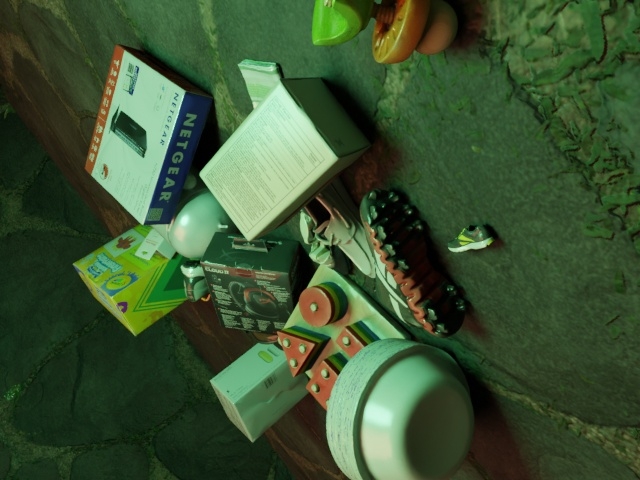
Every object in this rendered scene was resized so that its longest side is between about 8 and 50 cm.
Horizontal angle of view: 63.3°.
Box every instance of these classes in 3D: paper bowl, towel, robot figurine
[{"bbox_3d":[0.164,0.329,0.947,0.148,0.284,0.284,-1,121,58],"label":"paper bowl"},{"bbox_3d":[-0.098,-0.260,0.976,0.113,0.023,0.152,26,142,44],"label":"towel"},{"bbox_3d":[-0.357,-0.085,1.392,0.353,0.200,0.300,38,151,28],"label":"robot figurine"}]

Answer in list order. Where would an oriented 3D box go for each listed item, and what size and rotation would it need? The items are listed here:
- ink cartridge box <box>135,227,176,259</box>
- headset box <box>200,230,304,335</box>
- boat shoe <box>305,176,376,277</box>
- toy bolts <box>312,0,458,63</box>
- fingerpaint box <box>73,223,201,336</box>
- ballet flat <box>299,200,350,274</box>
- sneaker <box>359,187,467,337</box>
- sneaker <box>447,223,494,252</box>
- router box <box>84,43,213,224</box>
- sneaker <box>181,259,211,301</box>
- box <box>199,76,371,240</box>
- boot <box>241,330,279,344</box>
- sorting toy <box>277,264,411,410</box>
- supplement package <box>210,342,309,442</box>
[{"bbox_3d":[-0.471,-0.009,1.578,0.104,0.180,0.060,13,156,46],"label":"ink cartridge box"},{"bbox_3d":[-0.157,0.105,1.289,0.218,0.110,0.293,6,137,11],"label":"headset box"},{"bbox_3d":[0.027,-0.033,0.963,0.267,0.088,0.096,59,152,-9],"label":"boat shoe"},{"bbox_3d":[0.100,-0.317,0.531,0.228,0.158,0.218,152,123,-72],"label":"toy bolts"},{"bbox_3d":[-0.573,0.089,1.752,0.445,0.371,0.163,16,135,50],"label":"fingerpaint box"},{"bbox_3d":[0.000,0.000,1.067,0.074,0.074,0.203,17,136,50],"label":"ballet flat"},{"bbox_3d":[0.130,0.043,0.877,0.135,0.097,0.276,-11,113,58],"label":"sneaker"},{"bbox_3d":[0.219,-0.005,0.763,0.083,0.031,0.035,-14,96,57],"label":"sneaker"},{"bbox_3d":[-0.427,-0.255,1.254,0.301,0.082,0.335,36,113,31],"label":"router box"},{"bbox_3d":[-0.291,0.105,1.417,0.100,0.271,0.108,4,93,20],"label":"sneaker"},{"bbox_3d":[-0.060,-0.131,0.848,0.232,0.127,0.149,-39,86,34],"label":"box"},{"bbox_3d":[-0.200,0.163,1.597,0.264,0.096,0.280,15,122,53],"label":"boot"},{"bbox_3d":[0.020,0.223,1.129,0.255,0.089,0.257,43,120,25],"label":"sorting toy"},{"bbox_3d":[-0.190,0.475,1.701,0.145,0.262,0.204,24,140,44],"label":"supplement package"}]
